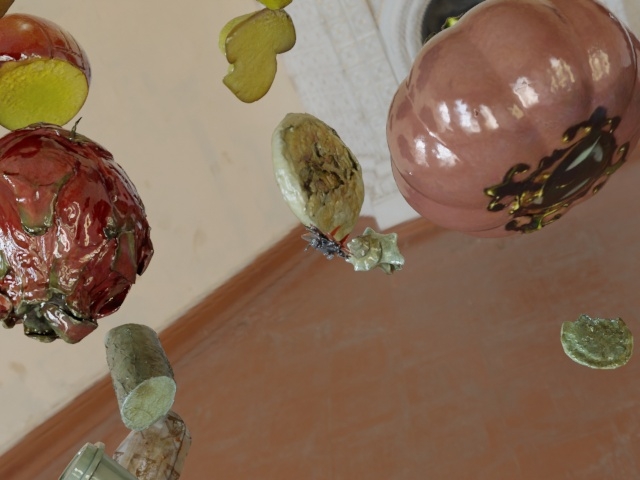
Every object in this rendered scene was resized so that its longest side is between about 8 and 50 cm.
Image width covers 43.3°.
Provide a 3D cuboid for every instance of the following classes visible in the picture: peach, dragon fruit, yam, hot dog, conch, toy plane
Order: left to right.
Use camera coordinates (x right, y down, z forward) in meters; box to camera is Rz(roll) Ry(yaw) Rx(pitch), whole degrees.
[{"bbox_3d":[-0.636,-0.363,1.704,0.248,0.245,0.275,-59,-12,-3],"label":"peach"},{"bbox_3d":[-0.322,-0.011,0.988,0.245,0.244,0.298,-26,56,0],"label":"dragon fruit"},{"bbox_3d":[-0.301,0.213,1.334,0.107,0.107,0.183,-28,44,-6],"label":"yam"},{"bbox_3d":[-0.363,0.472,1.679,0.144,0.075,0.267,21,52,3],"label":"hot dog"},{"bbox_3d":[-0.002,0.003,1.817,0.189,0.130,0.061,-4,53,57],"label":"toy plane"},{"bbox_3d":[0.149,0.025,2.011,0.234,0.114,0.137,8,-4,-40],"label":"conch"}]

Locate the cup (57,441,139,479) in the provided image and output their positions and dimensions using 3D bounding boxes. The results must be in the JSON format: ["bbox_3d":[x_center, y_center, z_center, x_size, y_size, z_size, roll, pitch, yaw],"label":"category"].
[{"bbox_3d":[-0.349,0.405,1.307,0.120,0.141,0.120,-51,11,14],"label":"cup"}]

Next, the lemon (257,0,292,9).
[{"bbox_3d":[-0.081,-0.392,0.929,0.184,0.248,0.184,-14,9,2],"label":"lemon"}]

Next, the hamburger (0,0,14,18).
[{"bbox_3d":[-0.591,-0.441,1.229,0.290,0.170,0.314,7,-37,-37],"label":"hamburger"}]

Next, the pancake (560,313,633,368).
[{"bbox_3d":[0.502,0.184,1.459,0.130,0.022,0.116,4,53,6],"label":"pancake"}]

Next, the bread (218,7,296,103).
[{"bbox_3d":[-0.114,-0.323,1.384,0.065,0.149,0.188,17,42,32],"label":"bread"}]

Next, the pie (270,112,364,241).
[{"bbox_3d":[-0.002,-0.160,1.959,0.077,0.339,0.339,-21,21,35],"label":"pie"}]

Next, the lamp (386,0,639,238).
[{"bbox_3d":[0.209,-0.148,0.903,0.306,0.305,0.239,-27,60,-4],"label":"lamp"}]
